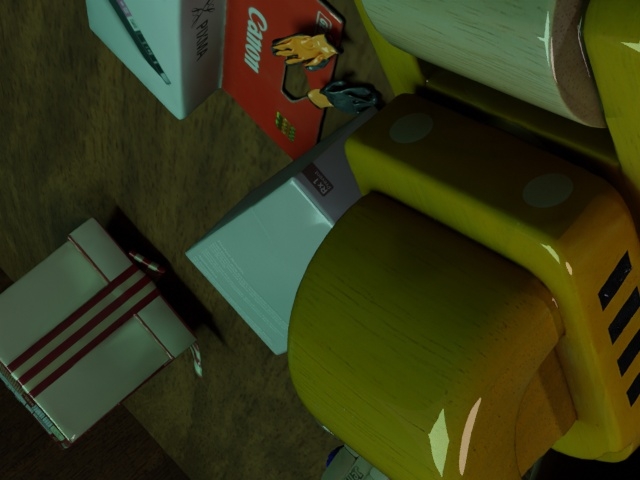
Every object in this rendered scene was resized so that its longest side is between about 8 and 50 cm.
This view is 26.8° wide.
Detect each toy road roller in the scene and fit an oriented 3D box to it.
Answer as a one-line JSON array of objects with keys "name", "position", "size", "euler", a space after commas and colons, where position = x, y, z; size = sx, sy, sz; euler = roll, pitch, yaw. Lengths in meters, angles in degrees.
[{"name": "toy road roller", "position": [0.089, -0.012, 0.673], "size": [0.202, 0.240, 0.329], "euler": [30, 154, 44]}]

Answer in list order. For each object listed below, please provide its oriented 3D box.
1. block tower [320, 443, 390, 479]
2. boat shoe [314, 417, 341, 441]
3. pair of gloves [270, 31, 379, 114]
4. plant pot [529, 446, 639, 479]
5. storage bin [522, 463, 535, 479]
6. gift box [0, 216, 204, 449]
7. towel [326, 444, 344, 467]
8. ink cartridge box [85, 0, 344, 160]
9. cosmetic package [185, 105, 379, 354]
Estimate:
[{"name": "block tower", "position": [0.112, 0.240, 0.852], "size": [0.091, 0.097, 0.335], "euler": [27, -170, -43]}, {"name": "boat shoe", "position": [0.122, 0.182, 1.230], "size": [0.257, 0.095, 0.095], "euler": [30, -174, -16]}, {"name": "pair of gloves", "position": [0.003, -0.122, 0.990], "size": [0.074, 0.010, 0.083], "euler": [2, 143, 49]}, {"name": "plant pot", "position": [0.267, 0.195, 0.785], "size": [0.215, 0.215, 0.230], "euler": [27, 166, 49]}, {"name": "storage bin", "position": [0.142, 0.136, 1.043], "size": [0.260, 0.123, 0.262], "euler": [50, 162, -4]}, {"name": "gift box", "position": [-0.321, 0.144, 1.911], "size": [0.276, 0.258, 0.255], "euler": [50, 162, -6]}, {"name": "towel", "position": [0.118, 0.308, 1.397], "size": [0.227, 0.076, 0.308], "euler": [37, 172, -7]}, {"name": "ink cartridge box", "position": [-0.097, -0.173, 1.078], "size": [0.239, 0.060, 0.275], "euler": [46, 162, 12]}, {"name": "cosmetic package", "position": [0.000, 0.000, 1.062], "size": [0.127, 0.107, 0.238], "euler": [50, 149, -8]}]
